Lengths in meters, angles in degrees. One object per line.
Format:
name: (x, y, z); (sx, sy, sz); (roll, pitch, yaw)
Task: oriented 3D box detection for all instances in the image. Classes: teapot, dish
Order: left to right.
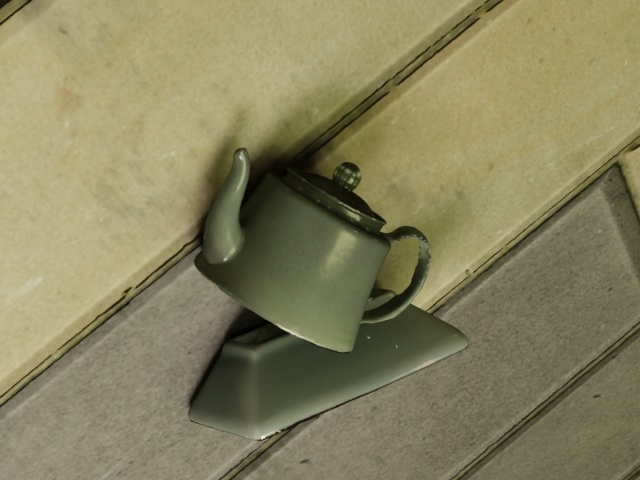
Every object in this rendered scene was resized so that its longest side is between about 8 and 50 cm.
dish: (-0.003, 0.106, 1.461); (0.243, 0.182, 0.080); (-22, 100, -25)
teapot: (0.000, 0.000, 1.338); (0.239, 0.162, 0.149); (26, 96, -31)
